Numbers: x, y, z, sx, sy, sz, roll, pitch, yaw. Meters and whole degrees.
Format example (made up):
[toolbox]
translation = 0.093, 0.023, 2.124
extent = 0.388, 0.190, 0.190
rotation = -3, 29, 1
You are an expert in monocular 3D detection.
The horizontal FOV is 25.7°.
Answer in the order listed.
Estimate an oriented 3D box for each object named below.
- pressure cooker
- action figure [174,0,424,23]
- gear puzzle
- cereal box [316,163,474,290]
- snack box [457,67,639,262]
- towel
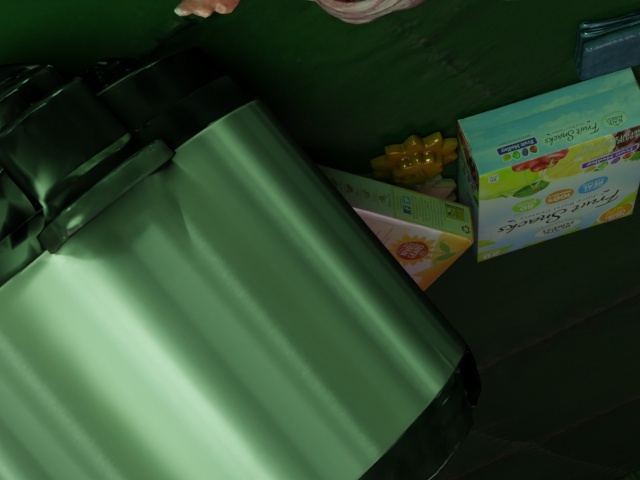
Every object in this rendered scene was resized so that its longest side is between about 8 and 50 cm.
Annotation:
[pressure cooker]
translation = -0.137, 0.063, 1.030
extent = 0.370, 0.420, 0.375
rotation = -38, -178, 26
[action figure]
translation = 0.081, -0.179, 0.703
extent = 0.370, 0.276, 0.248
rotation = -35, 167, -28
[gear puzzle]
translation = 0.050, -0.008, 1.418
extent = 0.175, 0.044, 0.339
rotation = -3, 151, -29
[cereal box]
translation = 0.000, 0.000, 1.330
extent = 0.240, 0.047, 0.173
rotation = 16, 142, -23
[snack box]
translation = 0.225, -0.069, 1.376
extent = 0.174, 0.070, 0.207
rotation = -18, 157, -1
[towel]
translation = 0.281, -0.179, 1.232
extent = 0.119, 0.029, 0.067
rotation = -17, 155, -3
